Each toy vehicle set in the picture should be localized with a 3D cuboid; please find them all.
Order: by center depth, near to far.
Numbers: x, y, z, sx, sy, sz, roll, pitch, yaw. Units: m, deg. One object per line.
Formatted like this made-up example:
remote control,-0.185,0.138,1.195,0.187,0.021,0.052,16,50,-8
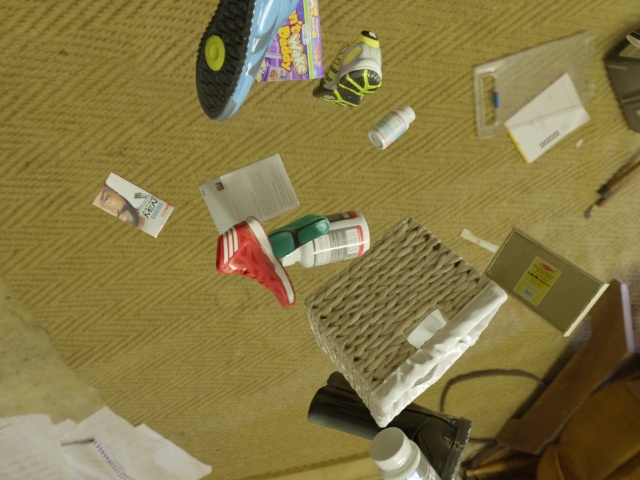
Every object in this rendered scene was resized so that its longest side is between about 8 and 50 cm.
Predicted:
toy vehicle set,0.584,0.103,1.168,0.035,0.267,0.165,6,119,-43

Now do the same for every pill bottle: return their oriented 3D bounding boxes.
pill bottle,0.143,0.381,0.723,0.078,0.078,0.137,-32,105,9
pill bottle,0.248,-0.397,1.523,0.160,0.087,0.087,-41,123,-8
pill bottle,0.000,0.000,1.579,0.319,0.176,0.176,-11,124,-16

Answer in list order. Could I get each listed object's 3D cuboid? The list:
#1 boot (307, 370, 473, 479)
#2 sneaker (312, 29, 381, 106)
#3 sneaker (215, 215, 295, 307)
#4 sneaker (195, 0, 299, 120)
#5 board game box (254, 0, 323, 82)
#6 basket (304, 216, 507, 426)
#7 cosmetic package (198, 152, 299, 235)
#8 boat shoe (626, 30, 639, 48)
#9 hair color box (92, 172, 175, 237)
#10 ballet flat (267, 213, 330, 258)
boot,0.164,0.534,1.222,0.446,0.367,0.146,15,99,24
sneaker,0.089,-0.515,1.358,0.145,0.385,0.147,9,92,-23
sneaker,-0.152,0.070,0.955,0.128,0.087,0.221,-30,97,-21
sneaker,-0.057,-0.209,0.418,0.082,0.069,0.209,-19,143,-49
board game box,-0.125,-0.614,1.183,0.234,0.078,0.346,4,114,21
basket,0.167,0.184,0.959,0.328,0.266,0.331,-38,155,-13
cosmetic package,-0.188,-0.118,1.151,0.184,0.151,0.151,-30,104,-32
boat shoe,0.659,-0.377,0.847,0.046,0.125,0.038,-13,140,-50
hair color box,-0.464,-0.088,1.101,0.167,0.053,0.093,30,88,-17
ballet flat,-0.089,-0.011,1.257,0.247,0.087,0.083,-25,117,-28
